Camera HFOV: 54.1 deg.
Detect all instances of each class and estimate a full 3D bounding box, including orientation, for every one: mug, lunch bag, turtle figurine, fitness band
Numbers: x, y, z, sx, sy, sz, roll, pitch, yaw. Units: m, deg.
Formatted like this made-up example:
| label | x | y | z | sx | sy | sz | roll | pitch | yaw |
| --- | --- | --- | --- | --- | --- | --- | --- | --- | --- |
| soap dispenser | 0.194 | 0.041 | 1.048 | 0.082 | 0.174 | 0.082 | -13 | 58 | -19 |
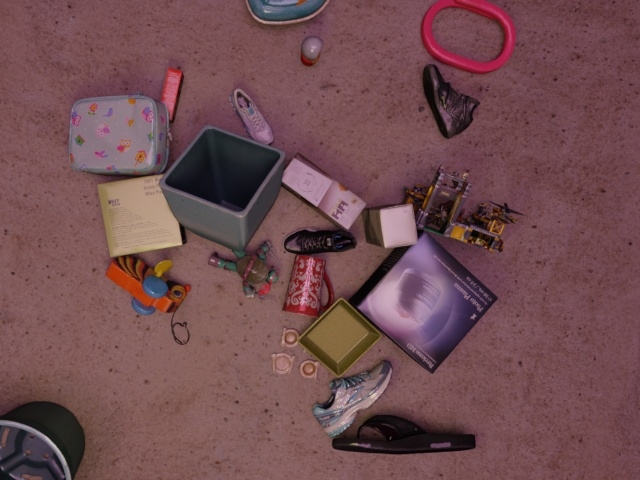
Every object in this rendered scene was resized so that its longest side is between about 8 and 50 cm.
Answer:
| label | x | y | z | sx | sy | sz | roll | pitch | yaw |
| --- | --- | --- | --- | --- | --- | --- | --- | --- | --- |
| mug | -0.036 | 0.135 | 1.854 | 0.113 | 0.150 | 0.169 | 7 | 85 | 29 |
| lunch bag | -0.546 | -0.292 | 1.726 | 0.279 | 0.108 | 0.224 | 1 | 88 | 13 |
| turtle figurine | -0.199 | 0.073 | 1.815 | 0.234 | 0.118 | 0.175 | 29 | 84 | 0 |
| fitness band | 0.450 | -0.628 | 1.913 | 0.290 | 0.054 | 0.209 | 16 | 92 | -7 |

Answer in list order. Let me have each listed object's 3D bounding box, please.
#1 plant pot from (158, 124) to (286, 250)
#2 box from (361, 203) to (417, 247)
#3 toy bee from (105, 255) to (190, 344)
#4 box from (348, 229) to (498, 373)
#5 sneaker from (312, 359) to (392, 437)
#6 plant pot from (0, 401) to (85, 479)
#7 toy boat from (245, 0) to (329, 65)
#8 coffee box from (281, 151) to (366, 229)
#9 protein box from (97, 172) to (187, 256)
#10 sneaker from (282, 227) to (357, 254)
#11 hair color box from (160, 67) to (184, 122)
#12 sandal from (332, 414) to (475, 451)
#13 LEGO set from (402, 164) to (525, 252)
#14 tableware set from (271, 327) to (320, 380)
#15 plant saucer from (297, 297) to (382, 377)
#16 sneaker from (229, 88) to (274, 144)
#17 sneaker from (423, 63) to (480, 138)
| label | x | y | z | sx | sy | sz | roll | pitch | yaw |
| --- | --- | --- | --- | --- | --- | --- | --- | --- | --- |
| plant pot | -0.252 | -0.114 | 1.702 | 0.247 | 0.252 | 0.247 | 21 | 56 | 12 |
| box | 0.191 | -0.044 | 1.777 | 0.094 | 0.275 | 0.113 | -9 | 93 | -6 |
| toy bee | -0.456 | 0.153 | 1.775 | 0.195 | 0.162 | 0.298 | -28 | 94 | 29 |
| box | 0.293 | 0.173 | 1.822 | 0.296 | 0.183 | 0.294 | 41 | 88 | -5 |
| sneaker | 0.095 | 0.450 | 1.863 | 0.283 | 0.110 | 0.122 | -45 | 93 | -5 |
| plant pot | -0.782 | 0.589 | 1.637 | 0.341 | 0.334 | 0.341 | 0 | 91 | -7 |
| toy boat | -0.065 | -0.660 | 1.794 | 0.267 | 0.148 | 0.318 | -19 | 93 | -7 |
| coffee box | -0.002 | -0.140 | 1.818 | 0.246 | 0.141 | 0.098 | 36 | 86 | -7 |
| protein box | -0.495 | -0.071 | 1.758 | 0.199 | 0.136 | 0.201 | -10 | 93 | -6 |
| sneaker | 0.000 | 0.000 | 1.831 | 0.216 | 0.121 | 0.079 | -5 | 91 | -7 |
| hair color box | -0.427 | -0.413 | 1.791 | 0.043 | 0.072 | 0.141 | 13 | 91 | -7 |
| sandal | 0.244 | 0.581 | 1.879 | 0.445 | 0.167 | 0.107 | 4 | 66 | -15 |
| LEGO set | 0.408 | -0.114 | 1.818 | 0.331 | 0.255 | 0.192 | 21 | 105 | 0 |
| tableware set | -0.062 | 0.342 | 1.882 | 0.168 | 0.020 | 0.141 | 13 | 89 | -7 |
| plant saucer | 0.054 | 0.282 | 1.858 | 0.188 | 0.045 | 0.188 | -45 | 109 | 4 |
| sneaker | -0.201 | -0.358 | 1.817 | 0.071 | 0.083 | 0.191 | -37 | 97 | -7 |
| sneaker | 0.394 | -0.436 | 1.893 | 0.130 | 0.087 | 0.228 | -26 | 98 | -8 |
